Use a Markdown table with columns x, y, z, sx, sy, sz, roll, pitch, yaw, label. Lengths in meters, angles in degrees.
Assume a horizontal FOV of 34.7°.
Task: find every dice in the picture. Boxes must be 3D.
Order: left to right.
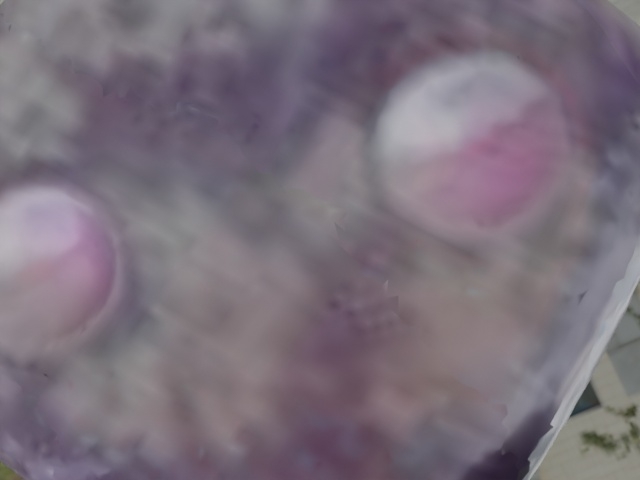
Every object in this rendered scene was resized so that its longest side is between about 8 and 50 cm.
| x | y | z | sx | sy | sz | roll | pitch | yaw | label |
| --- | --- | --- | --- | --- | --- | --- | --- | --- | --- |
| 0.000 | 0.000 | 0.488 | 0.270 | 0.271 | 0.270 | -60 | 167 | 1 | dice |
